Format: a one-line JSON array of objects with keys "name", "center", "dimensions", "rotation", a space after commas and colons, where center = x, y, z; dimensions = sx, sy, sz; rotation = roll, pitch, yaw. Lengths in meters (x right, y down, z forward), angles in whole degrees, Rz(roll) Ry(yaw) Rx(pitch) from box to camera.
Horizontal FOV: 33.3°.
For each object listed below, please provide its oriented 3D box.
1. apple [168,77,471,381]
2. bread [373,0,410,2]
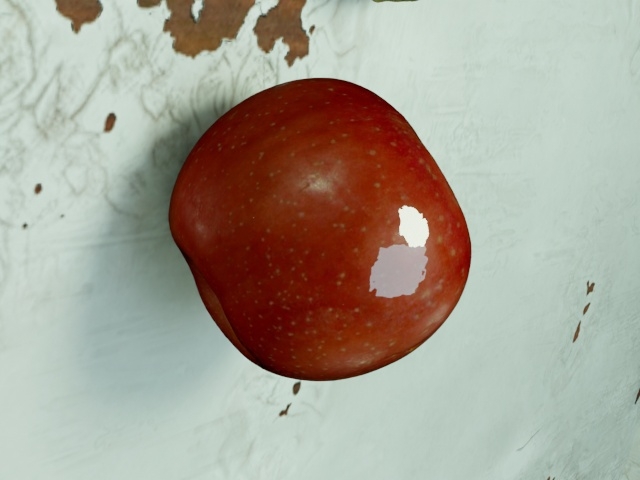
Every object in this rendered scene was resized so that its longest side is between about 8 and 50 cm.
[{"name": "apple", "center": [0.000, 0.000, 0.906], "dimensions": [0.216, 0.260, 0.260], "rotation": [-29, 136, -14]}, {"name": "bread", "center": [0.095, -0.327, 0.966], "dimensions": [0.244, 0.134, 0.244], "rotation": [-35, 138, -39]}]
